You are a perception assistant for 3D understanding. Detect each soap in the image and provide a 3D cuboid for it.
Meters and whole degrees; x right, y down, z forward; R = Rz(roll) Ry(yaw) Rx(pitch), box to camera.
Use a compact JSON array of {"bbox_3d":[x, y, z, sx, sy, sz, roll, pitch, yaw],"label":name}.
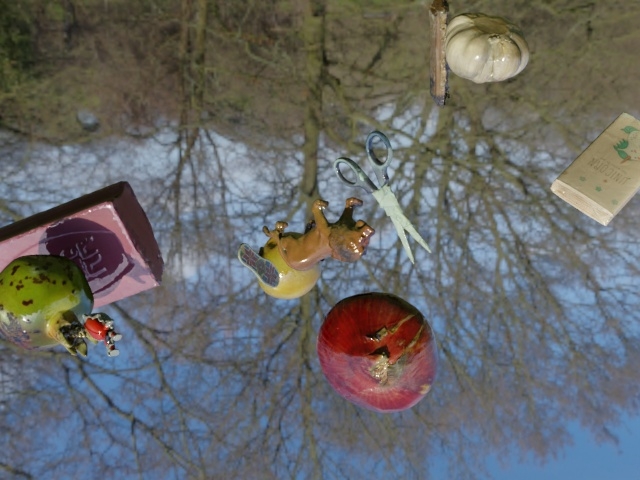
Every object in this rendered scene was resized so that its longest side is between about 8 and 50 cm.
[{"bbox_3d":[-0.549,0.039,1.600,0.359,0.233,0.128,-19,-155,11],"label":"soap"}]

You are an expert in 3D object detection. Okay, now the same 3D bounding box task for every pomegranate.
[{"bbox_3d":[-0.529,0.137,1.417,0.245,0.198,0.198,32,-165,4],"label":"pomegranate"}]

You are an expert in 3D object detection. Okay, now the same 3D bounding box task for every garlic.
[{"bbox_3d":[0.420,-0.486,1.824,0.227,0.152,0.228,8,-136,-7],"label":"garlic"}]

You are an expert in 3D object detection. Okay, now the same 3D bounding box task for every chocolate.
[{"bbox_3d":[0.340,-0.533,2.036,0.065,0.329,0.103,-2,-134,9],"label":"chocolate"}]

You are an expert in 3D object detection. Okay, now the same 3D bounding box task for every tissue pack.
[{"bbox_3d":[0.753,-0.188,1.831,0.170,0.071,0.325,39,-116,21],"label":"tissue pack"}]

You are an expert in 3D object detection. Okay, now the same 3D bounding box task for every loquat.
[{"bbox_3d":[-0.115,0.085,2.424,0.243,0.244,0.244,0,-169,0],"label":"loquat"}]

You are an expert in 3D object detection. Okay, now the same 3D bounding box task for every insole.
[{"bbox_3d":[-0.145,0.062,1.713,0.006,0.065,0.193,-4,151,26],"label":"insole"}]

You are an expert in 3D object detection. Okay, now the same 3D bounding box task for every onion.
[{"bbox_3d":[0.105,0.219,1.363,0.247,0.248,0.161,6,-153,27],"label":"onion"}]

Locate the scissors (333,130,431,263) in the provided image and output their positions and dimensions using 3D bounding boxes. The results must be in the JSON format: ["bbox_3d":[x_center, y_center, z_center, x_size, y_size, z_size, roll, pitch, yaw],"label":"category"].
[{"bbox_3d":[0.191,-0.107,2.039,0.029,0.384,0.256,-33,-177,-36],"label":"scissors"}]

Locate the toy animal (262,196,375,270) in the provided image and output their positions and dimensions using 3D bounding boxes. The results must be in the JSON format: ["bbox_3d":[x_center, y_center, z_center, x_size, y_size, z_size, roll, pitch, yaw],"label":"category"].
[{"bbox_3d":[0.000,0.000,1.563,0.097,0.158,0.312,20,148,-39],"label":"toy animal"}]

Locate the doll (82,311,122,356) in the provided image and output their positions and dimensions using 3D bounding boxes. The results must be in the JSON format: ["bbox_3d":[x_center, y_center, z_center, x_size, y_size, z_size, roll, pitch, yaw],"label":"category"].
[{"bbox_3d":[-0.343,0.137,1.120,0.039,0.057,0.114,-39,-138,-23],"label":"doll"}]
